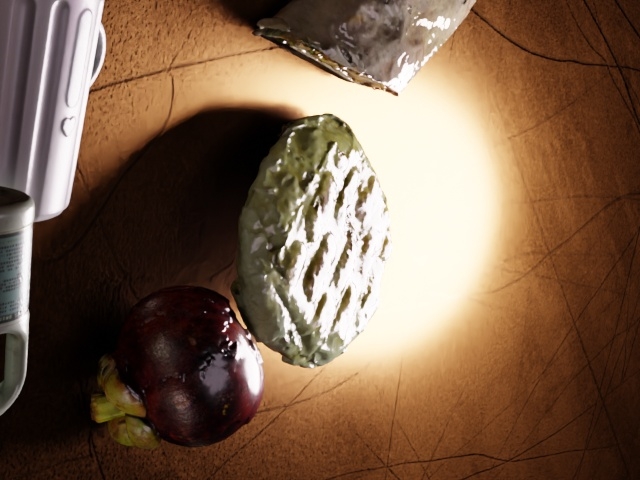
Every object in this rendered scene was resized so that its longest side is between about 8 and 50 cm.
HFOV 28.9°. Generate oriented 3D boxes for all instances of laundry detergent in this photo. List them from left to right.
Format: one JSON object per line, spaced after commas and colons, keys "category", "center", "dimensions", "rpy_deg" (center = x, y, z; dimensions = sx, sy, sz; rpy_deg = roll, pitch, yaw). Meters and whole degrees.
{"category": "laundry detergent", "center": [-0.269, 0.072, 0.932], "dimensions": [0.099, 0.070, 0.225], "rpy_deg": [-4, 111, -30]}

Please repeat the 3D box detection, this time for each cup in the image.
{"category": "cup", "center": [-0.243, -0.128, 1.001], "dimensions": [0.221, 0.167, 0.202], "rpy_deg": [-3, 110, -40]}

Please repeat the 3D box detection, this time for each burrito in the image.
{"category": "burrito", "center": [0.078, -0.258, 1.385], "dimensions": [0.348, 0.107, 0.175], "rpy_deg": [-46, 121, -31]}

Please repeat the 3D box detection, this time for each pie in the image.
{"category": "pie", "center": [0.000, 0.000, 1.369], "dimensions": [0.306, 0.071, 0.306], "rpy_deg": [-18, 111, -62]}

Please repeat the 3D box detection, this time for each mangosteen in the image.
{"category": "mangosteen", "center": [-0.147, 0.135, 1.237], "dimensions": [0.180, 0.166, 0.166], "rpy_deg": [-30, 130, -9]}
